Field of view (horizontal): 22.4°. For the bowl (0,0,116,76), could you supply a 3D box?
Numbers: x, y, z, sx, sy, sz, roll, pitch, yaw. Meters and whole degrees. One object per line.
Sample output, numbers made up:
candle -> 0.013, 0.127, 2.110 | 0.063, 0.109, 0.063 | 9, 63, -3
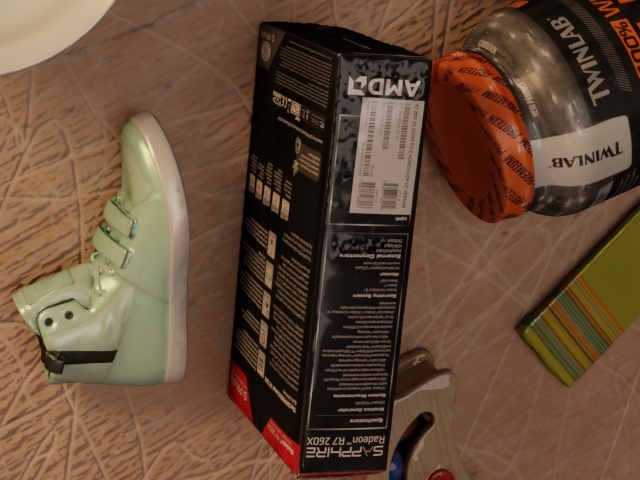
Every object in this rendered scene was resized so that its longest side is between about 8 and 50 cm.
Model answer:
bowl -> -0.295, -0.286, 1.301 | 0.297, 0.134, 0.298 | -6, 107, -21

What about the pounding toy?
pounding toy -> 0.116, 0.258, 1.605 | 0.154, 0.155, 0.270 | -7, 106, -16

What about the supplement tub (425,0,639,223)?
supplement tub -> 0.278, -0.152, 1.536 | 0.338, 0.207, 0.207 | -24, 112, -16

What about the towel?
towel -> 0.314, 0.042, 1.708 | 0.237, 0.021, 0.102 | -45, 121, -7

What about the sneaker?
sneaker -> -0.199, 0.014, 1.444 | 0.151, 0.094, 0.256 | -5, 104, -18

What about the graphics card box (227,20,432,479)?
graphics card box -> 0.000, 0.000, 1.446 | 0.094, 0.233, 0.371 | 0, 103, -18
